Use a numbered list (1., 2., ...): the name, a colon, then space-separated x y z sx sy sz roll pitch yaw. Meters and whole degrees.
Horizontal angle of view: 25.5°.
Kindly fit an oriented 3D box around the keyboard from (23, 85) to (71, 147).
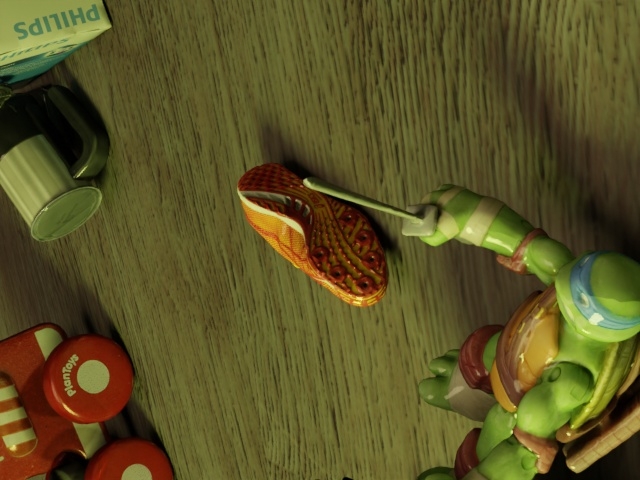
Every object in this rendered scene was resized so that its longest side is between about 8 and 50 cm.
1. keyboard: -0.321 -0.108 1.573 0.180 0.023 0.108 -5 99 59

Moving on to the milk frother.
1. milk frother: -0.301 -0.086 1.419 0.134 0.143 0.129 52 126 19

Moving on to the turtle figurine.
1. turtle figurine: 0.076 0.078 0.872 0.197 0.275 0.266 60 162 24

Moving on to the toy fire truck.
1. toy fire truck: -0.326 0.250 1.589 0.169 0.254 0.302 -16 96 59

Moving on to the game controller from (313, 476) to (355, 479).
1. game controller: 0.124 0.262 0.933 0.319 0.067 0.166 36 165 -11

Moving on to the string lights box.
1. string lights box: -0.323 -0.197 1.407 0.260 0.133 0.076 -15 95 59

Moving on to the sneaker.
1. sneaker: 0.000 0.000 1.125 0.175 0.064 0.067 45 163 41
